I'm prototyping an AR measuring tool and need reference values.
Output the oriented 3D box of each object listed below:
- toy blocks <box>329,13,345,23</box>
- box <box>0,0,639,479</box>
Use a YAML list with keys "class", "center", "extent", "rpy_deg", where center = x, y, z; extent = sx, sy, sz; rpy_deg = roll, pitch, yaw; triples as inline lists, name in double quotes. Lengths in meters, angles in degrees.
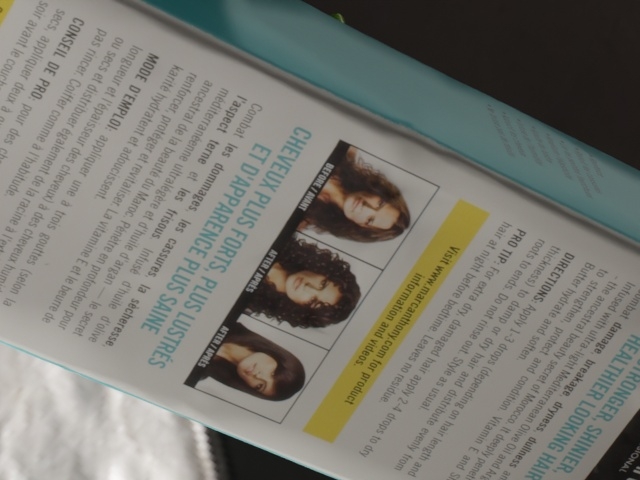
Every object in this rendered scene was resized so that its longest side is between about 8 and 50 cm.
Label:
- class: "toy blocks"
  center: [-0.196, -0.064, 1.192]
  extent: [0.381, 0.261, 0.191]
  rpy_deg: [-17, 78, 21]
- class: "box"
  center: [0.000, 0.000, 0.506]
  extent: [0.244, 0.060, 0.100]
  rpy_deg: [25, 114, -20]
